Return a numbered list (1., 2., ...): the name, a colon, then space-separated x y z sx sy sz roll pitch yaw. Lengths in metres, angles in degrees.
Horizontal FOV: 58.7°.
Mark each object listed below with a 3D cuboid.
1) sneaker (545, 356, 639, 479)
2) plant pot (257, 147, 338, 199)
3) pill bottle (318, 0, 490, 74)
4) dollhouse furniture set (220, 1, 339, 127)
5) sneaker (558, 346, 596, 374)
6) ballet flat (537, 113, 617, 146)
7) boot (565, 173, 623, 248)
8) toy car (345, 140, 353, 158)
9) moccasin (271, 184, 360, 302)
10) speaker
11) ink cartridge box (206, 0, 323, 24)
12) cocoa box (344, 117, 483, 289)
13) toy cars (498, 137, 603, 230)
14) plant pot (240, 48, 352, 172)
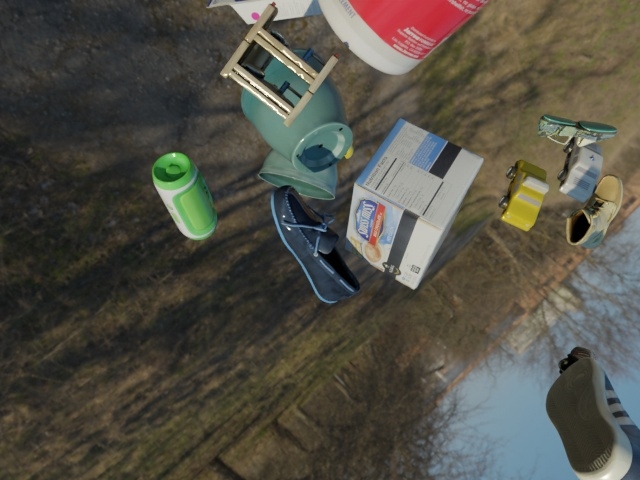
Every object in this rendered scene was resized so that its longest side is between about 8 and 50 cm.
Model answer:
1. sneaker: 0.505 0.341 1.006 0.131 0.148 0.350 -51 180 25
2. plant pot: -0.060 -0.287 2.079 0.293 0.293 0.196 36 71 -75
3. pill bottle: 0.197 -0.458 0.839 0.407 0.229 0.229 -36 173 38
4. dollhouse furniture set: -0.061 -0.280 0.921 0.129 0.129 0.184 -51 -170 11
5. sneaker: 0.588 0.284 1.314 0.170 0.074 0.063 -43 153 -68
6. ballet flat: 0.627 -0.265 1.404 0.070 0.188 0.070 12 90 -87
7. boot: 0.904 -0.102 1.886 0.203 0.095 0.262 5 109 -49
8. toy car: 0.043 -0.430 2.031 0.053 0.225 0.239 -27 140 33
9. moccasin: 0.000 0.000 1.417 0.116 0.342 0.138 -13 -146 30
10. speaker: -0.388 -0.122 1.655 0.131 0.131 0.297 -41 154 -18
11. ink cartridge box: -0.065 -0.586 1.321 0.069 0.370 0.176 73 23 -49
12. cocoa box: 0.217 -0.082 1.424 0.231 0.228 0.347 -56 167 -24
13. toy cars: 0.618 -0.166 1.482 0.393 0.177 0.087 -24 169 -21
14. plant pot: -0.046 -0.336 1.564 0.271 0.255 0.272 -22 150 -14
